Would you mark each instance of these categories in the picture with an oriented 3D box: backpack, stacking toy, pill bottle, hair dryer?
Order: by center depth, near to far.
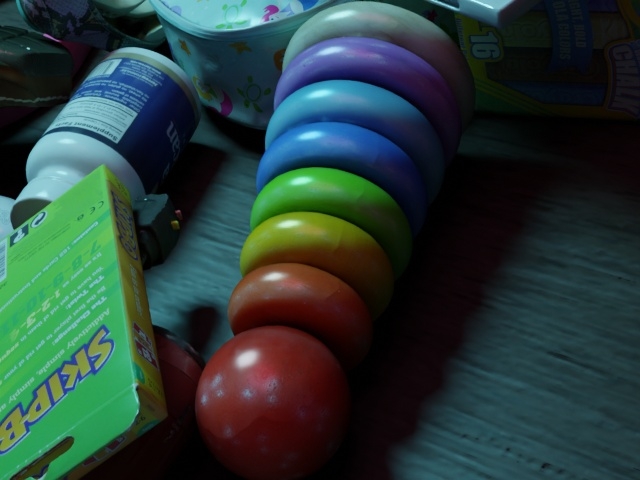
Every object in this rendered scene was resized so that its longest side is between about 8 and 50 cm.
[{"bbox_3d":[-0.169,0.114,0.732,0.223,0.080,0.293,-30,34,16],"label":"hair dryer"},{"bbox_3d":[0.000,0.000,0.742,0.141,0.141,0.330,2,48,22],"label":"stacking toy"},{"bbox_3d":[-0.164,-0.062,0.892,0.094,0.094,0.169,4,45,23],"label":"pill bottle"},{"bbox_3d":[-0.009,-0.212,0.947,0.253,0.191,0.225,-36,44,-13],"label":"backpack"}]

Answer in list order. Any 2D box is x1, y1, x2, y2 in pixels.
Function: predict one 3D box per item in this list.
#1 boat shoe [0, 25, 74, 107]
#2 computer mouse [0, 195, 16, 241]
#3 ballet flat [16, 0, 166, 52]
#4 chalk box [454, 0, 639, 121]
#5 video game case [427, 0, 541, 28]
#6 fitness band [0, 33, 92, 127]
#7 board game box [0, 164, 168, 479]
[{"bbox_3d":[-0.341,-0.122,0.978,0.324,0.120,0.122,8,12,30],"label":"boat shoe"},{"bbox_3d":[-0.295,-0.014,0.925,0.193,0.042,0.106,3,43,23],"label":"computer mouse"},{"bbox_3d":[-0.169,-0.198,0.994,0.079,0.077,0.221,-19,-3,18],"label":"ballet flat"},{"bbox_3d":[0.219,-0.175,0.855,0.213,0.132,0.132,8,45,26],"label":"chalk box"},{"bbox_3d":[0.124,-0.210,0.809,0.157,0.019,0.143,-38,45,-22],"label":"video game case"},{"bbox_3d":[-0.317,-0.205,1.141,0.209,0.054,0.291,-3,43,16],"label":"fitness band"},{"bbox_3d":[-0.155,0.059,0.676,0.124,0.039,0.259,-36,31,9],"label":"board game box"}]
